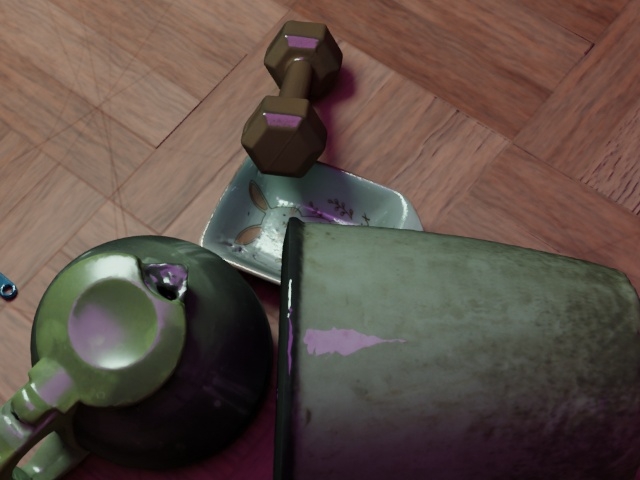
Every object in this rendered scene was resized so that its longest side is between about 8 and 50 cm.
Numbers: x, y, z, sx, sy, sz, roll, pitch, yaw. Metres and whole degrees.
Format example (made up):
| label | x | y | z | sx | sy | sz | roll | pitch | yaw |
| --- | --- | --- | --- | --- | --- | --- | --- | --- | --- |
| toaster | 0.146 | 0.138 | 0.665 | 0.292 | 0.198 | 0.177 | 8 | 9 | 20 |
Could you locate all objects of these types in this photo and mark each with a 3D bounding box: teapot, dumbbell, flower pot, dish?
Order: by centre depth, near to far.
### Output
| label | x | y | z | sx | sy | sz | roll | pitch | yaw |
| --- | --- | --- | --- | --- | --- | --- | --- | --- | --- |
| flower pot | 0.121 | 0.129 | 1.223 | 0.330 | 0.293 | 0.293 | 2 | 62 | 0 |
| teapot | -0.219 | 0.115 | 1.286 | 0.322 | 0.239 | 0.239 | -19 | 76 | 3 |
| dish | 0.000 | 0.000 | 1.430 | 0.234 | 0.064 | 0.154 | 21 | 66 | 18 |
| dumbbell | -0.029 | -0.162 | 1.465 | 0.082 | 0.092 | 0.231 | 31 | 34 | -15 |

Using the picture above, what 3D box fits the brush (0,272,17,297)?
| label | x | y | z | sx | sy | sz | roll | pitch | yaw |
| --- | --- | --- | --- | --- | --- | --- | --- | --- | --- |
| brush | -0.406 | 0.016 | 1.503 | 0.164 | 0.014 | 0.051 | 37 | 73 | 22 |
